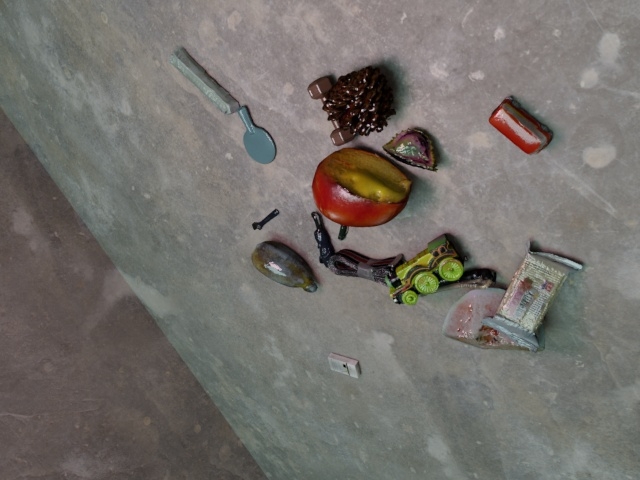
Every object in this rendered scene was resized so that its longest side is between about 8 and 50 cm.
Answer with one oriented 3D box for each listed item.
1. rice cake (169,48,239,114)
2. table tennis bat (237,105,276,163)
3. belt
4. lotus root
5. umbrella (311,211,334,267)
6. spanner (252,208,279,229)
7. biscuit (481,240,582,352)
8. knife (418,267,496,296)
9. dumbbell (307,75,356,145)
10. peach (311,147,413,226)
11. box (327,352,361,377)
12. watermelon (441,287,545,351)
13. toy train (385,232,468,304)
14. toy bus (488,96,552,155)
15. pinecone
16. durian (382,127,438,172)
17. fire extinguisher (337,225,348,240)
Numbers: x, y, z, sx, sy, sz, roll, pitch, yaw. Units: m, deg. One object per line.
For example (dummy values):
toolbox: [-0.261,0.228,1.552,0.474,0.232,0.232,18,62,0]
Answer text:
rice cake: [-0.450,-0.614,1.987,0.336,0.066,0.063,45,137,3]
table tennis bat: [-0.260,-0.411,2.001,0.153,0.040,0.244,-5,120,40]
belt: [0.192,0.107,1.963,0.359,0.094,0.126,10,125,35]
lotus root: [-0.146,0.115,2.200,0.322,0.158,0.140,30,135,9]
umbrella: [0.005,0.001,2.058,0.071,0.071,0.248,7,125,36]
spanner: [-0.243,-0.090,2.234,0.046,0.012,0.208,54,137,-4]
biscuit: [0.653,0.174,1.578,0.186,0.079,0.309,30,103,22]
knife: [0.450,0.153,1.796,0.365,0.089,0.043,-18,120,47]
dumbbell: [0.038,-0.433,1.708,0.092,0.082,0.231,-12,111,42]
peach: [0.138,-0.170,1.681,0.338,0.281,0.281,2,120,43]
box: [0.114,0.593,2.413,0.154,0.040,0.084,9,124,36]
watermelon: [0.594,0.275,1.738,0.322,0.188,0.175,12,164,20]
toy train: [0.355,0.107,1.757,0.296,0.100,0.160,-35,100,19]
toy bus: [0.545,-0.306,1.391,0.174,0.077,0.079,43,137,6]
pinecone: [0.126,-0.417,1.563,0.221,0.221,0.221,21,131,27]
durian: [0.300,-0.292,1.608,0.187,0.119,0.108,24,95,9]
fire extinguisher: [0.090,-0.038,1.994,0.038,0.025,0.083,3,131,-7]
